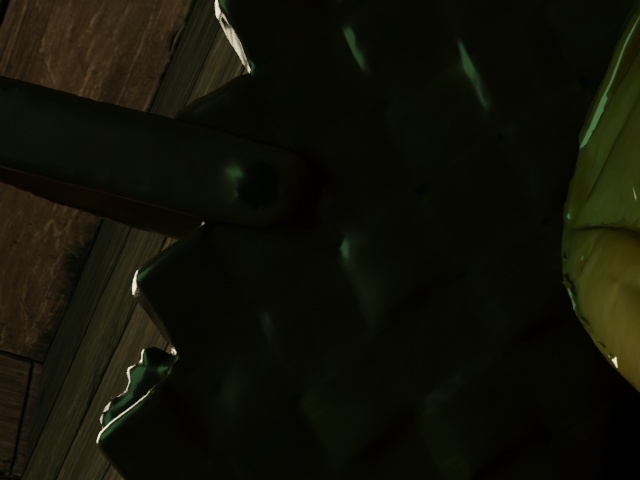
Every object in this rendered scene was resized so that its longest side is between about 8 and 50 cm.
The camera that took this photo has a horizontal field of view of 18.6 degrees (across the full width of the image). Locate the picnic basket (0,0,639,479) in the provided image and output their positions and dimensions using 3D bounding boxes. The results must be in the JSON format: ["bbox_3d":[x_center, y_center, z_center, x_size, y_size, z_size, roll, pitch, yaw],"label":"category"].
[{"bbox_3d":[0.000,0.000,0.761,0.254,0.321,0.291,18,-92,-73],"label":"picnic basket"}]

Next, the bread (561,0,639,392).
[{"bbox_3d":[0.182,-0.020,0.493,0.204,0.156,0.288,-65,10,-1],"label":"bread"}]
